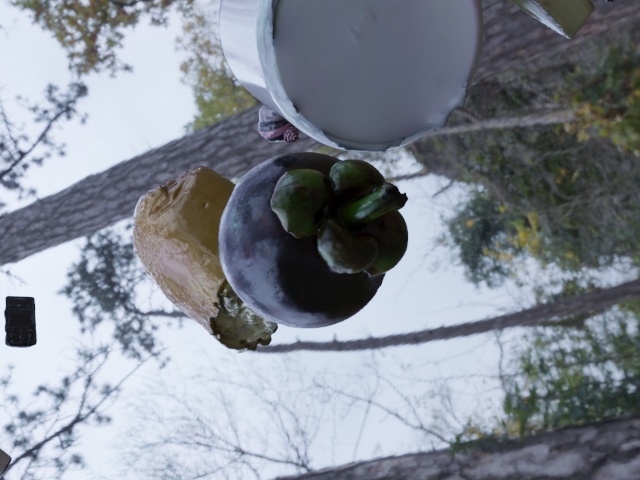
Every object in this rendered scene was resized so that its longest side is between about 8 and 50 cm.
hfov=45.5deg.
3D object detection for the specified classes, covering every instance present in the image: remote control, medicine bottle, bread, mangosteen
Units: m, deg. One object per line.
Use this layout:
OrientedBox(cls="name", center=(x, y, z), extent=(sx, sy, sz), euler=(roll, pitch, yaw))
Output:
OrientedBox(cls="remote control", center=(-0.382, 0.104, 0.971), extent=(0.039, 0.014, 0.096), euler=(5, -148, -26))
OrientedBox(cls="medicine bottle", center=(0.005, -0.230, 0.825), extent=(0.213, 0.213, 0.378), euler=(55, 177, -23))
OrientedBox(cls="bread", center=(-0.252, 0.048, 1.717), extent=(0.394, 0.361, 0.250), euler=(34, -129, 20))
OrientedBox(cls="mangosteen", center=(-0.012, -0.005, 1.215), extent=(0.311, 0.311, 0.311), euler=(45, -148, -39))

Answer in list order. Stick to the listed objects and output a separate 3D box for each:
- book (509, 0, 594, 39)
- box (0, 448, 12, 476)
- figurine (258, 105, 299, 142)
OrientedBox(cls="book", center=(0.047, -0.209, 0.453), extent=(0.161, 0.026, 0.231), euler=(23, -158, -40))
OrientedBox(cls="box", center=(-0.652, 0.375, 1.298), extent=(0.199, 0.135, 0.081), euler=(41, -178, -14))
OrientedBox(cls="figurine", center=(-0.065, -0.217, 1.210), extent=(0.054, 0.072, 0.129), euler=(-6, -84, -66))
